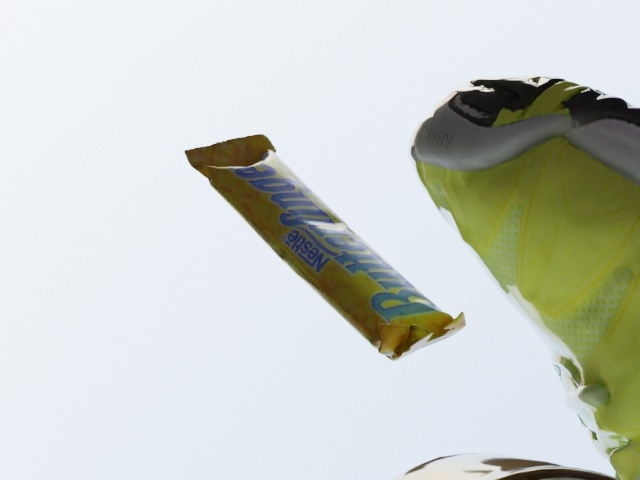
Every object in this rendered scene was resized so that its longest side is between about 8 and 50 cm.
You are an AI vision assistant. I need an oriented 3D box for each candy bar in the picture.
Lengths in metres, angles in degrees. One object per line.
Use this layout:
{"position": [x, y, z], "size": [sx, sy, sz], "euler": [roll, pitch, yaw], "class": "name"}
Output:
{"position": [0.000, 0.000, 0.689], "size": [0.161, 0.040, 0.018], "euler": [44, -43, 45], "class": "candy bar"}

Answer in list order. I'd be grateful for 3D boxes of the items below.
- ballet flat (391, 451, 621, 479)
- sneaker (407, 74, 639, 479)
{"position": [0.077, 0.093, 0.339], "size": [0.080, 0.073, 0.232], "euler": [-37, -137, -16], "class": "ballet flat"}
{"position": [0.161, 0.098, 0.583], "size": [0.147, 0.385, 0.145], "euler": [-45, 171, 1], "class": "sneaker"}
